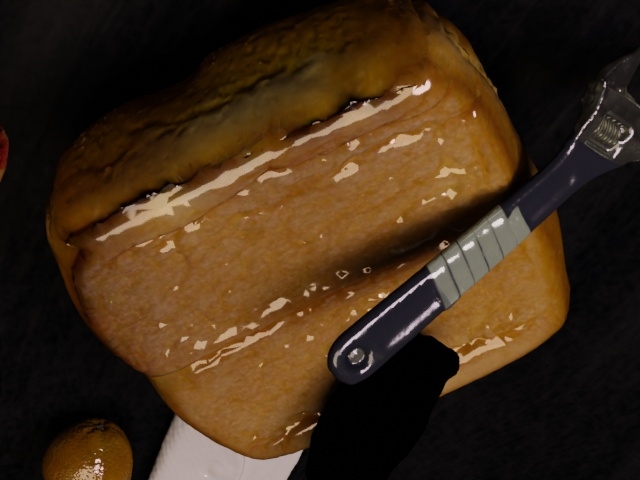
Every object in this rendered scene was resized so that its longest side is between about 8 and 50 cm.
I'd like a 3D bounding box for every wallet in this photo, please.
[{"bbox_3d":[-0.084,0.200,1.436,0.124,0.032,0.183,12,128,-18],"label":"wallet"}]

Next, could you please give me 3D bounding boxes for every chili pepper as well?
[{"bbox_3d":[0.029,0.149,1.191,0.072,0.073,0.204,25,113,-10],"label":"chili pepper"}]

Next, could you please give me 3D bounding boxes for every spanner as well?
[{"bbox_3d":[0.125,-0.016,1.099,0.316,0.024,0.087,-40,129,-8],"label":"spanner"}]

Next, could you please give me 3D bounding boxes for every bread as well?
[{"bbox_3d":[-0.001,-0.006,1.191,0.337,0.148,0.328,-27,132,13],"label":"bread"}]

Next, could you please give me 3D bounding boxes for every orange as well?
[{"bbox_3d":[-0.199,0.192,1.394,0.085,0.085,0.085,-2,131,-2],"label":"orange"}]

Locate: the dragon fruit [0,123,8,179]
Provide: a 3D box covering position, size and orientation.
[{"bbox_3d":[-0.339,-0.060,1.018,0.295,0.295,0.301,10,136,-13],"label":"dragon fruit"}]
